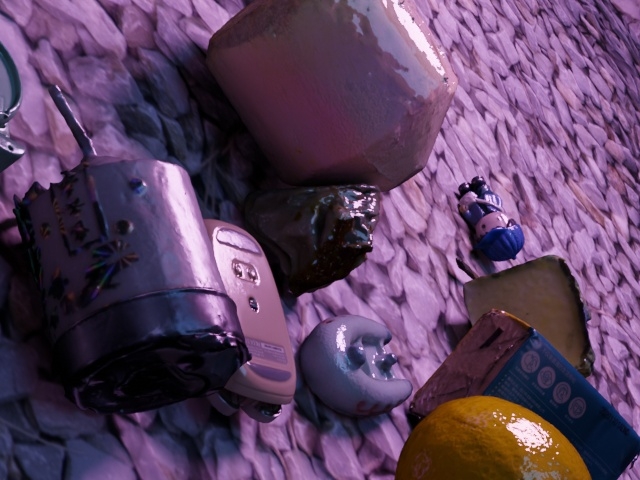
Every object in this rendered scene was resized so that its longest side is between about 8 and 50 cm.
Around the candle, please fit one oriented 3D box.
[{"bbox_3d":[-0.200,0.004,1.417,0.187,0.187,0.330,13,52,-54],"label":"candle"}]

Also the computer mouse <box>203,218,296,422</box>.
[{"bbox_3d":[-0.103,0.088,1.600,0.145,0.082,0.236,18,50,-52],"label":"computer mouse"}]

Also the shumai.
[{"bbox_3d":[0.002,0.000,1.814,0.184,0.184,0.142,2,85,-58],"label":"shumai"}]

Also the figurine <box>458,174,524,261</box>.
[{"bbox_3d":[0.275,-0.031,2.356,0.149,0.086,0.087,65,2,35],"label":"figurine"}]

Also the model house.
[{"bbox_3d":[0.332,0.156,2.148,0.211,0.170,0.194,51,19,-61],"label":"model house"}]

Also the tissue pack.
[{"bbox_3d":[0.279,0.248,1.945,0.271,0.192,0.134,46,-11,-26],"label":"tissue pack"}]

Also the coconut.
[{"bbox_3d":[0.032,-0.206,1.889,0.309,0.297,0.297,54,28,-13],"label":"coconut"}]

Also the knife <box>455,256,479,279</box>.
[{"bbox_3d":[0.273,0.097,2.270,0.222,0.021,0.045,41,33,-38],"label":"knife"}]

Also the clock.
[{"bbox_3d":[-0.365,-0.165,1.442,0.148,0.060,0.188,32,37,-41],"label":"clock"}]

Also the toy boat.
[{"bbox_3d":[0.056,0.152,1.807,0.207,0.079,0.134,9,58,-57],"label":"toy boat"}]

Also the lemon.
[{"bbox_3d":[0.197,0.300,1.734,0.240,0.240,0.219,25,21,-47],"label":"lemon"}]
